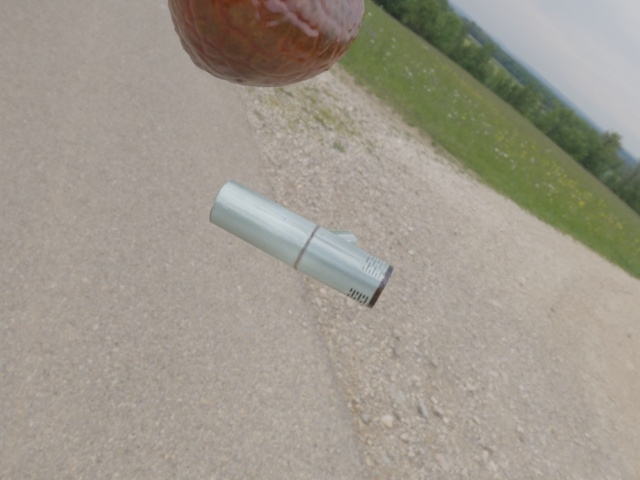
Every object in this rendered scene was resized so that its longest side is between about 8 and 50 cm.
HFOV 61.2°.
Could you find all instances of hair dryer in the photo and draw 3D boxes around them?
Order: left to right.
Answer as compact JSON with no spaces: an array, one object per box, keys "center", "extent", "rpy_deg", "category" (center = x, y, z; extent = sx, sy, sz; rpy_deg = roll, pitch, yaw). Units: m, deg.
[{"center":[-0.007,-0.004,0.513],"extent":[0.155,0.044,0.183],"rpy_deg":[30,9,4],"category":"hair dryer"}]

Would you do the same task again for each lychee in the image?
[{"center":[-0.060,-0.309,0.648],"extent":[0.255,0.300,0.255],"rpy_deg":[36,37,-34],"category":"lychee"}]
